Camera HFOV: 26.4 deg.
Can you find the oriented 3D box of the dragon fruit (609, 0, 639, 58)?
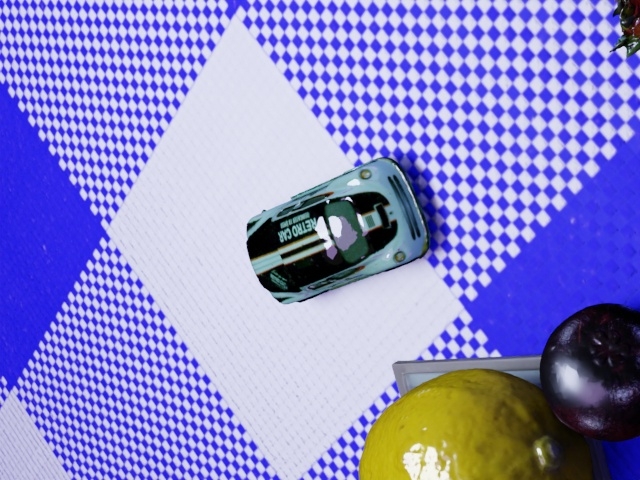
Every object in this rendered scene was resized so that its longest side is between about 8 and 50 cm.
[{"bbox_3d":[0.320,-0.271,1.302,0.175,0.142,0.138,-30,48,27],"label":"dragon fruit"}]

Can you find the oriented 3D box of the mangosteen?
[{"bbox_3d":[0.311,0.145,1.475,0.152,0.152,0.152,19,119,39],"label":"mangosteen"}]

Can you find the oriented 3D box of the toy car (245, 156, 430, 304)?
[{"bbox_3d":[0.000,0.000,1.728,0.306,0.125,0.136,-21,91,46],"label":"toy car"}]

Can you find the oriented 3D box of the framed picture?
[{"bbox_3d":[0.222,0.243,1.683,0.289,0.016,0.213,-8,101,46],"label":"framed picture"}]

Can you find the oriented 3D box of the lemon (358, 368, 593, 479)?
[{"bbox_3d":[0.170,0.273,1.562,0.320,0.245,0.245,-31,84,53],"label":"lemon"}]
